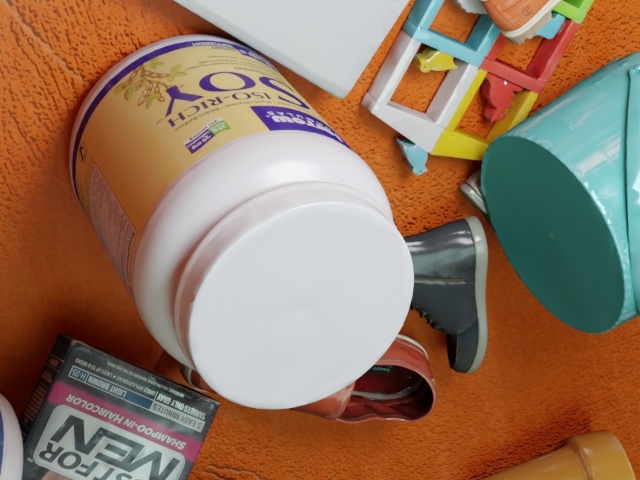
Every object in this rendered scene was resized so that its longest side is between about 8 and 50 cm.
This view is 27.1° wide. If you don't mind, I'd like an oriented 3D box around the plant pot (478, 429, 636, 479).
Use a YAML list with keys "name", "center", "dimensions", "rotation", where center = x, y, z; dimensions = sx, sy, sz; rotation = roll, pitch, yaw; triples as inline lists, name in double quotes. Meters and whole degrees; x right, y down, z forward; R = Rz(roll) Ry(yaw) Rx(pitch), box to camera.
- name: "plant pot"
  center: [0.312, 0.369, 1.773]
  dimensions: [0.187, 0.205, 0.205]
  rotation: [-9, 125, -4]

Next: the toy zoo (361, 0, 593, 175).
- name: "toy zoo"
  center: [0.169, -0.201, 1.429]
  dimensions: [0.192, 0.030, 0.293]
  rotation: [16, 111, -34]

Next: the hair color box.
- name: "hair color box"
  center: [-0.256, 0.288, 1.364]
  dimensions: [0.173, 0.105, 0.347]
  rotation: [26, 82, -17]

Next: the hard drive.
- name: "hard drive"
  center: [-0.040, -0.286, 1.255]
  dimensions: [0.307, 0.040, 0.203]
  rotation: [26, 102, -36]

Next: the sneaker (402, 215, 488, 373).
- name: "sneaker"
  center: [0.130, 0.070, 1.563]
  dimensions: [0.118, 0.083, 0.222]
  rotation: [-9, 126, -6]

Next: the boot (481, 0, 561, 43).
- name: "boot"
  center: [0.227, -0.283, 1.352]
  dimensions: [0.158, 0.059, 0.084]
  rotation: [-47, 124, 7]

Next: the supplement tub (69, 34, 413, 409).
- name: "supplement tub"
  center: [-0.079, -0.024, 1.218]
  dimensions: [0.241, 0.331, 0.241]
  rotation: [-13, 125, -20]

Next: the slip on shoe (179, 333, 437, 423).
- name: "slip on shoe"
  center: [-0.003, 0.150, 1.518]
  dimensions: [0.331, 0.101, 0.123]
  rotation: [11, 116, -31]

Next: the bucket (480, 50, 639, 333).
- name: "bucket"
  center: [0.318, -0.044, 1.440]
  dimensions: [0.183, 0.281, 0.281]
  rotation: [-29, 129, -19]

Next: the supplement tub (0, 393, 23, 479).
- name: "supplement tub"
  center: [-0.463, 0.201, 1.229]
  dimensions: [0.316, 0.228, 0.228]
  rotation: [27, 105, -37]

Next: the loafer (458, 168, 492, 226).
- name: "loafer"
  center: [0.210, -0.036, 1.548]
  dimensions: [0.039, 0.045, 0.125]
  rotation: [-48, 126, -1]
